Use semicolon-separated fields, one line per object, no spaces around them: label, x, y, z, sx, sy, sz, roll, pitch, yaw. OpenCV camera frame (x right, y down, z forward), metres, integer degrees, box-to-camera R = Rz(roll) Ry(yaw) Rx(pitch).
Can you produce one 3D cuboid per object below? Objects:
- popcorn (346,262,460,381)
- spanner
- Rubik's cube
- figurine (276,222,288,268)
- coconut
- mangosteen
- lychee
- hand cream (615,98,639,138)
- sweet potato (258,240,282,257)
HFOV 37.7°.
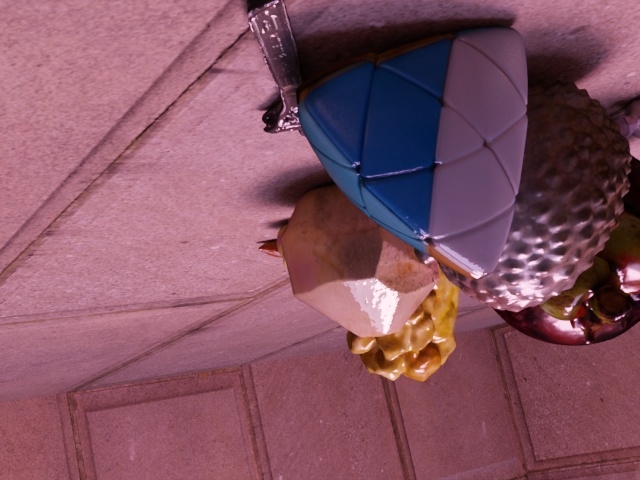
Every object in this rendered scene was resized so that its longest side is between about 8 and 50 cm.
popcorn;0.134;0.090;1.581;0.215;0.287;0.252;8;-179;-16
spanner;-0.026;-0.153;0.890;0.093;0.026;0.325;-14;167;3
Rubik's cube;0.089;-0.059;0.937;0.254;0.255;0.254;-12;168;-3
figurine;0.000;0.000;1.525;0.083;0.083;0.187;-23;174;42
coconut;0.052;0.028;1.326;0.197;0.237;0.236;-19;166;36
mangosteen;0.383;0.024;1.344;0.305;0.360;0.306;-10;124;-15
lychee;0.227;-0.052;1.078;0.274;0.255;0.255;-27;169;-7
hand cream;0.459;-0.173;1.252;0.142;0.053;0.084;-20;170;-16
sweet potato;-0.063;0.013;1.605;0.095;0.034;0.034;5;161;-24
